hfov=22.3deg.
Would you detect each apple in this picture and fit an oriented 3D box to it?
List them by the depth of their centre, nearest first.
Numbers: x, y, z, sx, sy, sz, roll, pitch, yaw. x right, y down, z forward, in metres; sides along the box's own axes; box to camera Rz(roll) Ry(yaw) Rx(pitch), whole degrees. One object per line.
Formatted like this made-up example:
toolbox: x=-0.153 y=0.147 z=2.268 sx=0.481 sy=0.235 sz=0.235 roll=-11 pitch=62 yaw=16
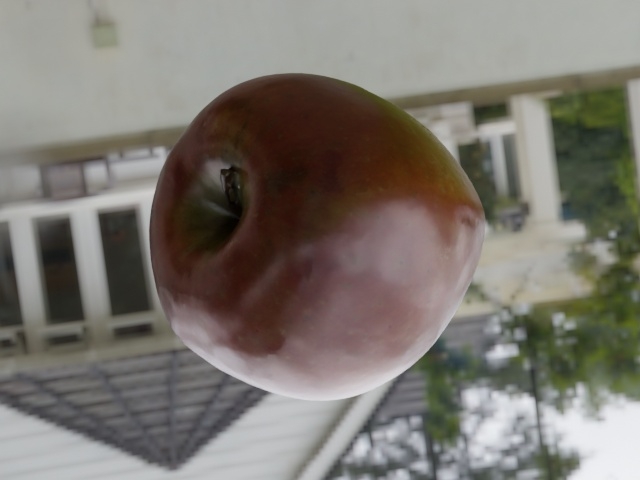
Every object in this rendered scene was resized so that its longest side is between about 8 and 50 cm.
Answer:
apple: x=0.000 y=0.000 z=1.132 sx=0.230 sy=0.230 sz=0.230 roll=-7 pitch=-176 yaw=1
